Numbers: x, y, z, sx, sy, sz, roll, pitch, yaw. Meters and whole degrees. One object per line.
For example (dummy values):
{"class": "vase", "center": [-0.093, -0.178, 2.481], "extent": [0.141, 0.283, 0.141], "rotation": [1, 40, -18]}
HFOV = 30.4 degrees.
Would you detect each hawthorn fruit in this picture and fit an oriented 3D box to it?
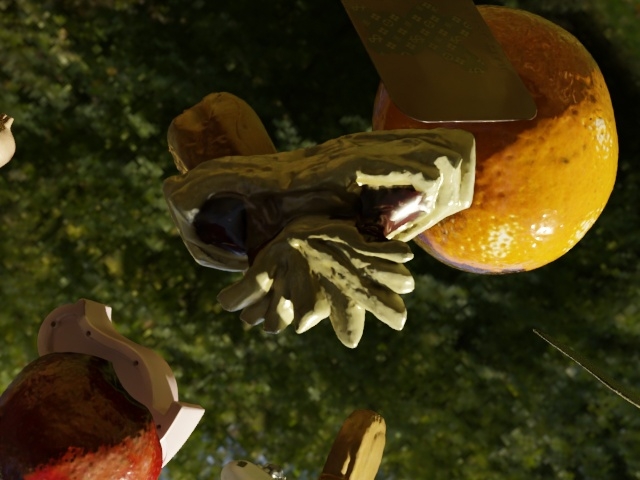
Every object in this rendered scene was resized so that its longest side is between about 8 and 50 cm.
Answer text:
{"class": "hawthorn fruit", "center": [-0.339, 0.271, 1.508], "extent": [0.266, 0.210, 0.230], "rotation": [-35, -91, -39]}

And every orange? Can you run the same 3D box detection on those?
{"class": "orange", "center": [0.277, -0.158, 1.843], "extent": [0.326, 0.424, 0.424], "rotation": [-13, -127, -35]}

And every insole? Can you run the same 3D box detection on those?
{"class": "insole", "center": [0.408, 0.211, 1.467], "extent": [0.348, 0.009, 0.119], "rotation": [35, -174, -2]}

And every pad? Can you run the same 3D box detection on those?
{"class": "pad", "center": [0.118, -0.225, 1.291], "extent": [0.181, 0.004, 0.267], "rotation": [-4, -129, -28]}

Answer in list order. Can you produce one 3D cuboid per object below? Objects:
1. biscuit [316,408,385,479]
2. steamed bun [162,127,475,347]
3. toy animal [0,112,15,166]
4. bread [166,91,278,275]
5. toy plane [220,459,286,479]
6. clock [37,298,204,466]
{"class": "biscuit", "center": [-0.007, 0.371, 1.340], "extent": [0.051, 0.376, 0.269], "rotation": [21, 176, 16]}
{"class": "steamed bun", "center": [0.000, 0.000, 1.554], "extent": [0.189, 0.428, 0.247], "rotation": [-70, -28, -68]}
{"class": "toy animal", "center": [-0.424, -0.092, 1.442], "extent": [0.089, 0.150, 0.083], "rotation": [24, 172, 11]}
{"class": "bread", "center": [-0.108, -0.069, 1.865], "extent": [0.344, 0.149, 0.195], "rotation": [57, 170, 20]}
{"class": "toy plane", "center": [-0.092, 0.424, 1.903], "extent": [0.174, 0.080, 0.174], "rotation": [30, -155, -15]}
{"class": "clock", "center": [-0.352, 0.258, 1.743], "extent": [0.275, 0.290, 0.080], "rotation": [48, -171, 24]}
